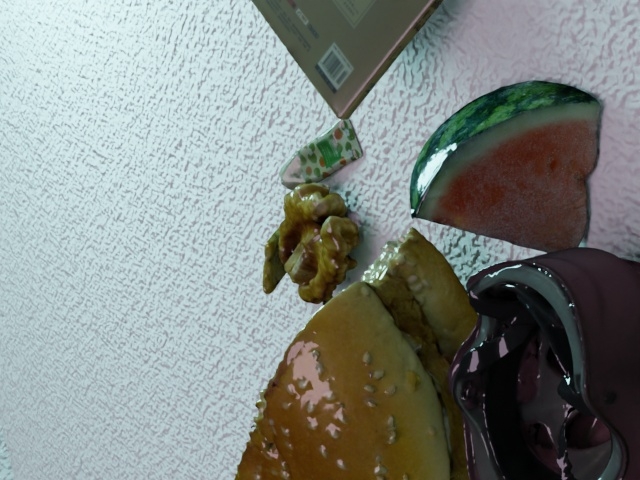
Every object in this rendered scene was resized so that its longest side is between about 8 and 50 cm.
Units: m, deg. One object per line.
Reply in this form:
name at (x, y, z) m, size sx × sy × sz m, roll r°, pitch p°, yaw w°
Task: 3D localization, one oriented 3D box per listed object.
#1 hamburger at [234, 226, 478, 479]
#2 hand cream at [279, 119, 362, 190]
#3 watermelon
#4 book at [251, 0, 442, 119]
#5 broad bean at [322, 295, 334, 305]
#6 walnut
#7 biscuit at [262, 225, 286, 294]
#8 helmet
hamburger at (0.079, 0.238, 1.779) m, size 0.287 × 0.268 × 0.445 m, roll 34°, pitch 133°, yaw 20°
hand cream at (-0.003, -0.106, 1.993) m, size 0.165 × 0.037 × 0.057 m, roll -31°, pitch 78°, yaw 50°
watermelon at (0.197, -0.071, 1.604) m, size 0.202 × 0.207 × 0.136 m, roll 43°, pitch 165°, yaw 15°
book at (0.058, -0.320, 1.721) m, size 0.310 × 0.021 × 0.217 m, roll -50°, pitch 61°, yaw 29°
broad bean at (0.068, 0.123, 1.961) m, size 0.213 × 0.048 × 0.070 m, roll 32°, pitch 118°, yaw 40°
walnut at (0.000, 0.000, 1.993) m, size 0.143 × 0.069 × 0.170 m, roll 64°, pitch 150°, yaw 23°
biscuit at (-0.059, 0.023, 2.089) m, size 0.018 × 0.083 × 0.081 m, roll 11°, pitch 117°, yaw 15°
helmet at (0.272, 0.156, 1.542) m, size 0.271 × 0.197 × 0.338 m, roll 43°, pitch 142°, yaw 50°
